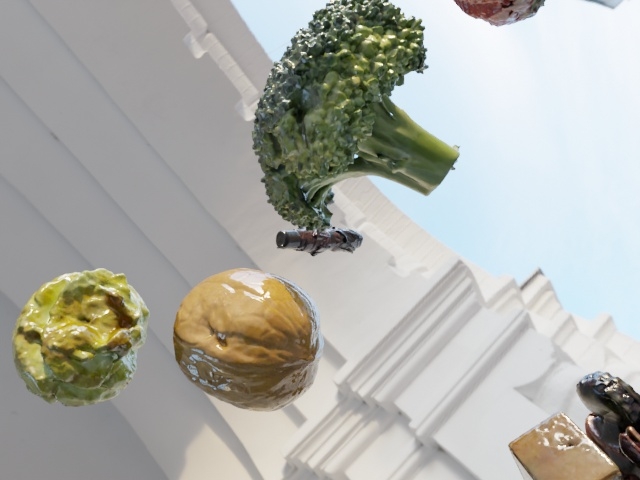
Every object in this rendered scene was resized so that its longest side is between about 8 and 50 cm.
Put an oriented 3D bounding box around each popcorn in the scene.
[{"bbox_3d":[-0.389,0.157,0.770,0.204,0.221,0.184,3,-38,-23],"label":"popcorn"}]

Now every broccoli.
[{"bbox_3d":[0.028,-0.153,0.688,0.249,0.302,0.375,-18,-37,-49],"label":"broccoli"}]

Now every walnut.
[{"bbox_3d":[-0.100,0.135,0.665,0.193,0.225,0.193,-5,-84,-58],"label":"walnut"}]

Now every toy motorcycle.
[{"bbox_3d":[0.493,0.346,0.581,0.134,0.401,0.207,-34,-42,-16],"label":"toy motorcycle"}]

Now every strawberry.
[{"bbox_3d":[0.418,-0.633,1.109,0.239,0.288,0.250,-52,-45,-4],"label":"strawberry"}]

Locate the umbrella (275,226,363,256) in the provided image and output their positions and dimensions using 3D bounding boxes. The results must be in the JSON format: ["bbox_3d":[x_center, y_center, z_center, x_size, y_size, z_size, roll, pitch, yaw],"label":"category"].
[{"bbox_3d":[0.000,0.000,1.377,0.326,0.094,0.090,0,-105,-43],"label":"umbrella"}]

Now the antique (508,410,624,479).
[{"bbox_3d":[0.346,0.363,0.620,0.087,0.093,0.310,-33,-60,-1],"label":"antique"}]
